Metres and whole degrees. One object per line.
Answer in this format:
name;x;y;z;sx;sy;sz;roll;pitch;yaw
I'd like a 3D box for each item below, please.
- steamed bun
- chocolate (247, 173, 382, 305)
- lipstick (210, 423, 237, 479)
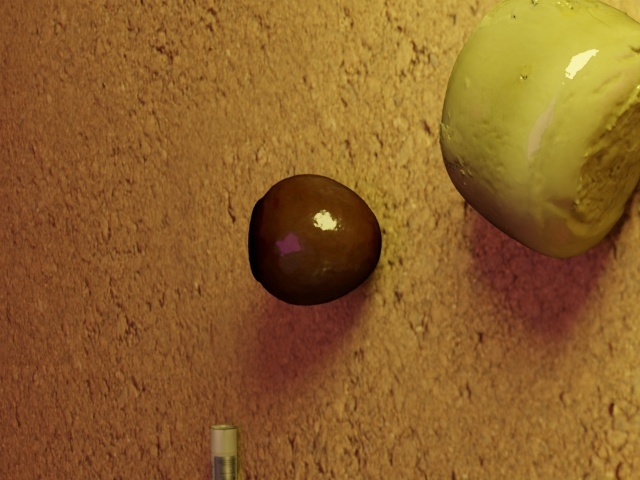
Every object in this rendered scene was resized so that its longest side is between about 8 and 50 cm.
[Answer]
steamed bun;0.218;-0.122;1.467;0.232;0.166;0.273;42;123;40
chocolate;0.000;0.000;1.772;0.176;0.176;0.177;4;96;51
lipstick;-0.138;0.336;2.038;0.040;0.040;0.141;2;93;51
